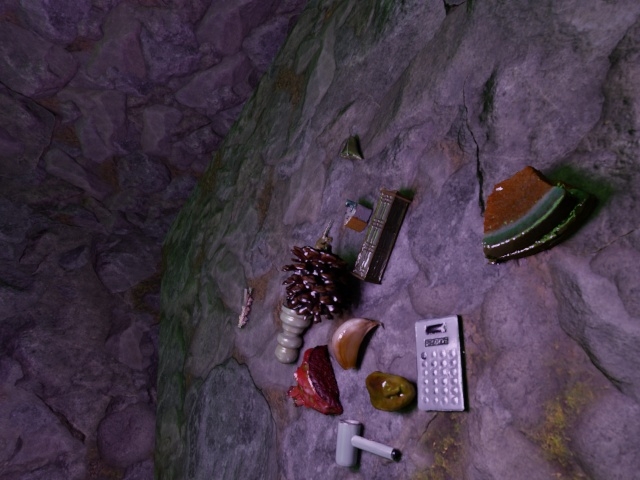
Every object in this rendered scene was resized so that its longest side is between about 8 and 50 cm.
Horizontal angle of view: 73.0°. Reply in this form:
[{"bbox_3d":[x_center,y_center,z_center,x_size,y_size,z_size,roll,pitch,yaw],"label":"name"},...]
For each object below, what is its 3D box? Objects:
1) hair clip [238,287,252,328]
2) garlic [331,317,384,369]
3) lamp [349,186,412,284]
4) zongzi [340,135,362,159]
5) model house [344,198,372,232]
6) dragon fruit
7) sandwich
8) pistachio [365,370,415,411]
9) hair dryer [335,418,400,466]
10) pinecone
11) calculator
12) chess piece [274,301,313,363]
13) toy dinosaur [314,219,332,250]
[{"bbox_3d":[-0.383,0.346,2.224,0.062,0.056,0.214,12,94,40],"label":"hair clip"},{"bbox_3d":[0.102,0.329,1.478,0.207,0.115,0.128,-60,29,13],"label":"garlic"},{"bbox_3d":[0.210,-0.014,1.500,0.089,0.090,0.325,26,98,55],"label":"lamp"},{"bbox_3d":[0.148,-0.385,1.800,0.113,0.052,0.104,15,82,43],"label":"zongzi"},{"bbox_3d":[0.125,-0.095,1.658,0.100,0.087,0.100,35,103,59],"label":"model house"},{"bbox_3d":[-0.045,0.534,1.577,0.211,0.134,0.262,-53,38,31],"label":"dragon fruit"},{"bbox_3d":[0.512,-0.071,1.074,0.292,0.109,0.212,-23,58,49],"label":"sandwich"},{"bbox_3d":[0.194,0.454,1.298,0.189,0.100,0.110,-7,65,52],"label":"pistachio"},{"bbox_3d":[0.147,0.641,1.331,0.236,0.073,0.131,-8,71,44],"label":"hair dryer"},{"bbox_3d":[-0.016,0.157,1.570,0.298,0.242,0.296,180,82,-73],"label":"pinecone"},{"bbox_3d":[0.335,0.341,1.220,0.161,0.021,0.262,-25,56,48],"label":"calculator"},{"bbox_3d":[-0.122,0.386,1.770,0.133,0.133,0.243,24,100,56],"label":"chess piece"},{"bbox_3d":[0.000,0.000,1.839,0.126,0.039,0.162,-15,62,53],"label":"toy dinosaur"}]
